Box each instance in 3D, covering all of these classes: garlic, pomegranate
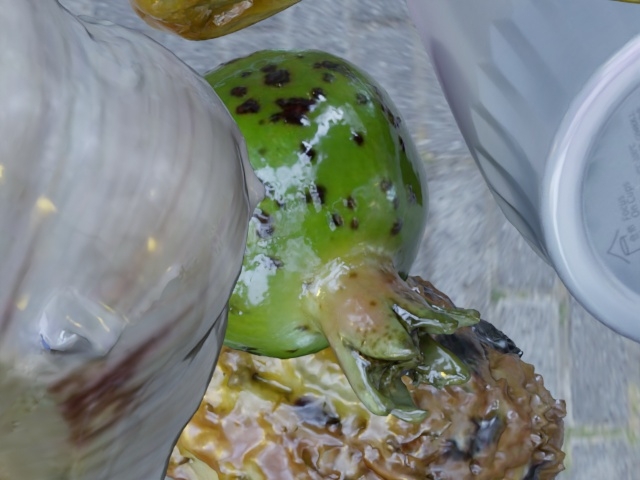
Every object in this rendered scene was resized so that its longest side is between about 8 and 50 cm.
[{"bbox_3d":[-0.175,0.027,0.673,0.322,0.322,0.241,-38,72,8],"label":"garlic"},{"bbox_3d":[0.002,-0.017,1.370,0.286,0.231,0.231,20,97,37],"label":"pomegranate"}]

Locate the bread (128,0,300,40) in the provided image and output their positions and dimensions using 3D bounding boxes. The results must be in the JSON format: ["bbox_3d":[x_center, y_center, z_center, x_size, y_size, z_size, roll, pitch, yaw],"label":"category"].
[{"bbox_3d":[-0.101,-0.273,1.184,0.167,0.132,0.294,-32,74,6],"label":"bread"}]

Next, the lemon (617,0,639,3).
[{"bbox_3d":[0.100,-0.155,0.502,0.187,0.244,0.187,4,69,-10],"label":"lemon"}]

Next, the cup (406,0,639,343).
[{"bbox_3d":[0.187,-0.116,1.081,0.253,0.371,0.253,-2,119,-4],"label":"cup"}]

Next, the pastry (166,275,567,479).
[{"bbox_3d":[0.051,0.170,1.663,0.337,0.405,0.292,26,75,42],"label":"pastry"}]
